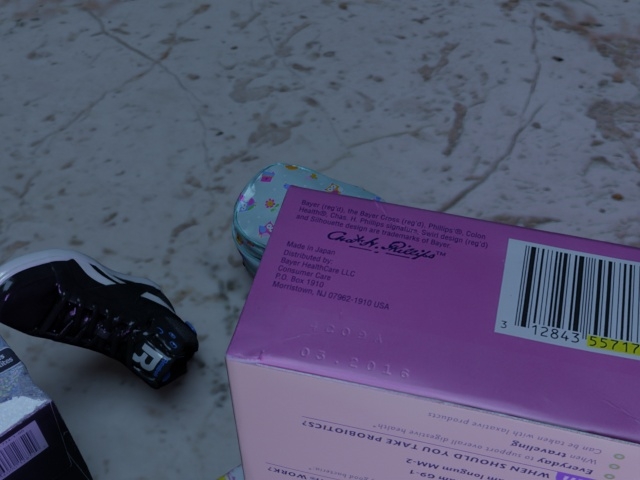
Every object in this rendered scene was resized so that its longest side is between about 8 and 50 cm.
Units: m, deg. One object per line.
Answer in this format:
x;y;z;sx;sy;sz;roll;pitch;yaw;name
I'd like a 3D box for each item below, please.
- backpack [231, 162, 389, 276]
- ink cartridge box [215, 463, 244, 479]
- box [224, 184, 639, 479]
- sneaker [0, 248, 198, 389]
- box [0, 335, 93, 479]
0.000;0.000;0.967;0.182;0.115;0.152;24;58;22;backpack
0.003;0.274;0.693;0.270;0.197;0.198;-30;56;-21;ink cartridge box
0.073;0.106;0.544;0.214;0.243;0.117;10;50;10;box
-0.189;0.076;0.861;0.121;0.217;0.079;40;104;31;sneaker
-0.344;0.195;0.788;0.247;0.163;0.142;-36;58;-23;box
